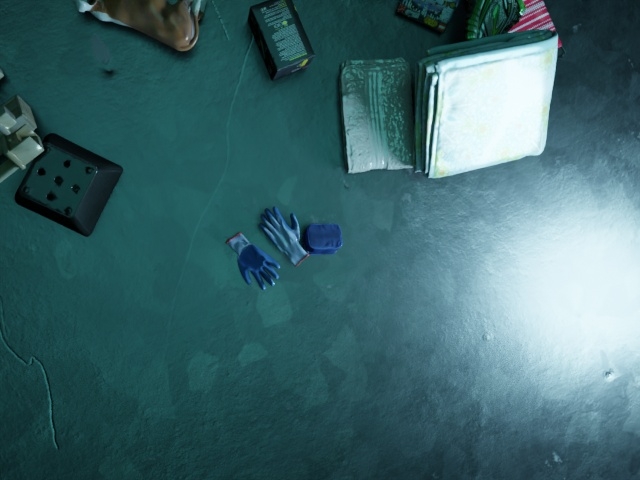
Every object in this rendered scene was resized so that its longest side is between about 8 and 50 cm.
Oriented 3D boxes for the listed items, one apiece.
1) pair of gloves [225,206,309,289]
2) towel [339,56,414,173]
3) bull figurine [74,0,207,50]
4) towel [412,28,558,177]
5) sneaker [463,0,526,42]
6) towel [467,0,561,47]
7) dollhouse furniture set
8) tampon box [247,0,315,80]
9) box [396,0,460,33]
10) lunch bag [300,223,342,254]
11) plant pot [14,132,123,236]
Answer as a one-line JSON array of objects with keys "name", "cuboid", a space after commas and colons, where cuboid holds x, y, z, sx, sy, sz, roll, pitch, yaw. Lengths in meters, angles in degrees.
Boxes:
[{"name": "pair of gloves", "cuboid": [-0.125, 0.017, 1.759, 0.198, 0.023, 0.159, -37, 93, 12]}, {"name": "towel", "cuboid": [0.144, -0.315, 1.820, 0.187, 0.049, 0.282, -5, 92, -10]}, {"name": "bull figurine", "cuboid": [-0.416, -0.561, 1.687, 0.310, 0.101, 0.188, 26, 84, -9]}, {"name": "towel", "cuboid": [0.399, -0.332, 1.771, 0.374, 0.090, 0.321, -14, 127, -16]}, {"name": "sneaker", "cuboid": [0.430, -0.537, 1.794, 0.146, 0.134, 0.344, 7, 102, 10]}, {"name": "towel", "cuboid": [0.499, -0.592, 1.891, 0.198, 0.031, 0.275, -26, 95, -10]}, {"name": "dollhouse furniture set", "cuboid": [-0.780, -0.313, 1.494, 0.173, 0.303, 0.355, -38, 136, 0]}, {"name": "tampon box", "cuboid": [-0.095, -0.485, 1.737, 0.101, 0.120, 0.161, -23, 95, -9]}, {"name": "box", "cuboid": [0.272, -0.595, 1.833, 0.137, 0.027, 0.094, 21, 113, -10]}, {"name": "lunch bag", "cuboid": [0.000, 0.000, 1.788, 0.098, 0.065, 0.067, 0, 70, -13]}, {"name": "plant pot", "cuboid": [-0.576, -0.131, 1.631, 0.188, 0.167, 0.187, 27, 85, -9]}]
